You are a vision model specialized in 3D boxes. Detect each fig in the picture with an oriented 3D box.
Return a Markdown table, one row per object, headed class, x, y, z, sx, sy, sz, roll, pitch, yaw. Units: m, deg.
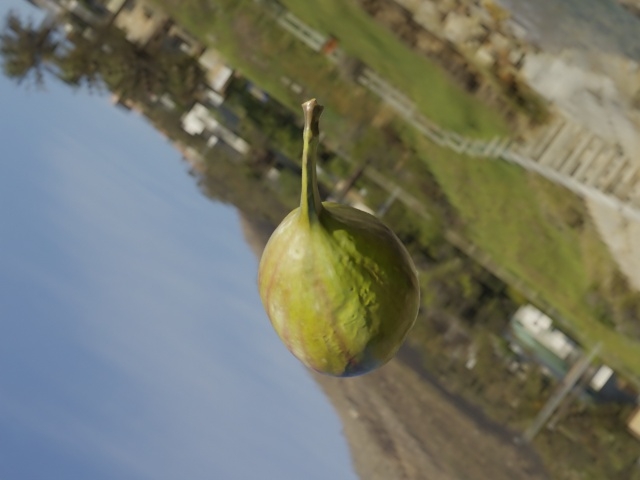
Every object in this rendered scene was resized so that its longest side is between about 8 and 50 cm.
| class | x | y | z | sx | sy | sz | roll | pitch | yaw |
| --- | --- | --- | --- | --- | --- | --- | --- | --- | --- |
| fig | -0.006 | -0.002 | 0.787 | 0.166 | 0.093 | 0.093 | 60 | 174 | -29 |
